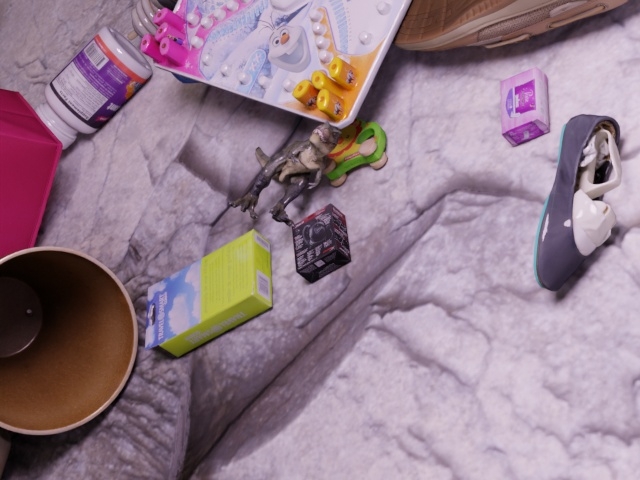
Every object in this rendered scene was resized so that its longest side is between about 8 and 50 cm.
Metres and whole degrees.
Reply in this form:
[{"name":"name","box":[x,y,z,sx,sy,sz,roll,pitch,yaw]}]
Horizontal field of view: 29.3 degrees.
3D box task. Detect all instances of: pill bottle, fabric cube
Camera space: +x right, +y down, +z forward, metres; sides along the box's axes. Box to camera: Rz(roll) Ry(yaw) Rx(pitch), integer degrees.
[{"name":"pill bottle","box":[-0.371,-0.239,1.955,0.193,0.108,0.108,-43,39,10]},{"name":"fabric cube","box":[-0.582,-0.101,1.870,0.259,0.258,0.254,41,117,51]}]

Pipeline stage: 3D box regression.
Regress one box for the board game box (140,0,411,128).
[{"name":"board game box","box":[-0.032,-0.371,1.593,0.390,0.050,0.390,23,87,40]}]

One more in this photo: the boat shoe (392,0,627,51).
[{"name":"boat shoe","box":[0.213,-0.271,1.418,0.341,0.110,0.122,-5,63,54]}]

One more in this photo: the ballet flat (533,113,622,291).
[{"name":"ballet flat","box":[0.263,-0.044,1.221,0.074,0.074,0.203,-9,53,40]}]

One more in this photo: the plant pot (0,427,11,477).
[{"name":"plant pot","box":[-0.521,0.268,1.596,0.191,0.284,0.284,-37,38,-8]}]

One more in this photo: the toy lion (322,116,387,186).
[{"name":"toy lion","box":[0.039,-0.120,1.530,0.100,0.034,0.096,-21,40,31]}]

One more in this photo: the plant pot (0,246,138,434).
[{"name":"plant pot","box":[-0.397,0.115,1.636,0.237,0.237,0.254,-59,26,-10]}]

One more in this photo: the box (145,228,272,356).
[{"name":"box","box":[-0.141,0.071,1.541,0.178,0.042,0.109,-29,43,26]}]

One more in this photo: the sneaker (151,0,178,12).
[{"name":"sneaker","box":[-0.150,-0.384,1.787,0.118,0.222,0.083,-9,95,36]}]

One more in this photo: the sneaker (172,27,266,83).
[{"name":"sneaker","box":[-0.098,-0.265,1.696,0.330,0.130,0.147,-8,53,40]}]

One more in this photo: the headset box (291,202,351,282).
[{"name":"headset box","box":[0.000,0.000,1.468,0.062,0.032,0.083,-31,42,23]}]

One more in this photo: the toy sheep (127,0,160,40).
[{"name":"toy sheep","box":[-0.256,-0.357,1.952,0.132,0.091,0.091,-36,41,18]}]

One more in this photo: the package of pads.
[{"name":"package of pads","box":[0.228,-0.151,1.366,0.050,0.032,0.083,-22,47,33]}]

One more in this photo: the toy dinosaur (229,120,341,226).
[{"name":"toy dinosaur","box":[-0.048,-0.080,1.527,0.118,0.064,0.268,-61,19,-16]}]
